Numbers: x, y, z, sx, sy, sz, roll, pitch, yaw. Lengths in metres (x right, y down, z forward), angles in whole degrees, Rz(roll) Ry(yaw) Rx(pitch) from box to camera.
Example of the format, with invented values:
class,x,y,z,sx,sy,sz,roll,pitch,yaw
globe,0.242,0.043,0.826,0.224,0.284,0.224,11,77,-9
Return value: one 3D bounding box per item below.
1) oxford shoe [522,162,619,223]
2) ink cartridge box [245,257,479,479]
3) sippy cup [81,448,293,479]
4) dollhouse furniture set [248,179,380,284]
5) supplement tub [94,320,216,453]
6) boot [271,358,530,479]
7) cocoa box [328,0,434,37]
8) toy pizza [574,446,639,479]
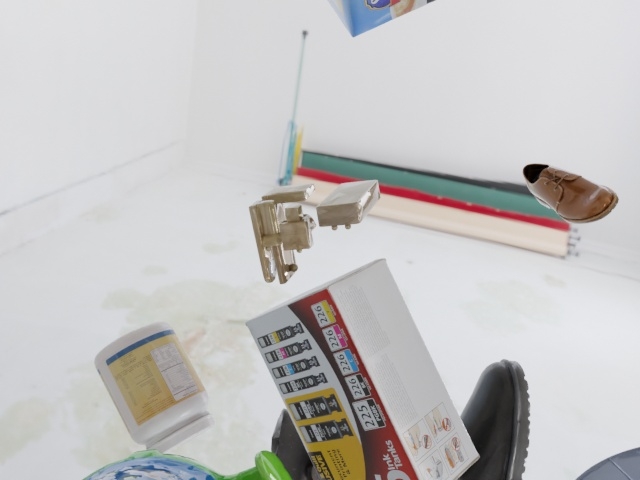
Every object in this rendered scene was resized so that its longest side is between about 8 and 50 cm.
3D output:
class,x,y,z,sx,sy,sz,roll,pitch,yaw
oxford shoe,0.398,-0.083,1.147,0.076,0.076,0.212,39,180,-23
ink cartridge box,0.034,0.220,1.022,0.130,0.309,0.272,-24,177,-42
sippy cup,-0.167,0.301,0.587,0.240,0.305,0.224,18,166,7
dollhouse furniture set,0.000,0.000,0.888,0.151,0.123,0.144,-5,-163,19
supplement tub,-0.278,0.254,1.190,0.144,0.144,0.199,-18,-106,-51
boot,0.135,0.366,1.266,0.445,0.367,0.146,9,163,-1
cocoa box,0.060,-0.528,1.040,0.228,0.231,0.347,-26,-117,-4
toy pizza,0.311,0.253,0.629,0.201,0.032,0.201,-23,-168,5
